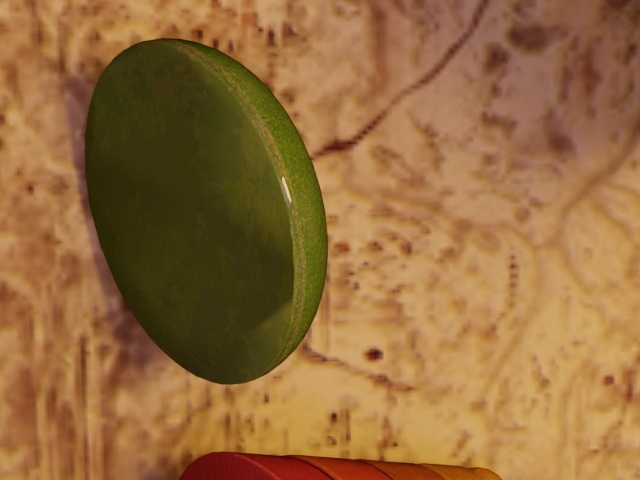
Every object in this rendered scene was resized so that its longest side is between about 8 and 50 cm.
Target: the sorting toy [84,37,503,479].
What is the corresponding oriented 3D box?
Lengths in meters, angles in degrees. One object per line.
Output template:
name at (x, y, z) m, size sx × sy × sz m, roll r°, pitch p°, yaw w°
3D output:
sorting toy at (0.000, 0.000, 0.667) m, size 0.126 × 0.127 × 0.365 m, roll -19°, pitch 102°, yaw -36°
